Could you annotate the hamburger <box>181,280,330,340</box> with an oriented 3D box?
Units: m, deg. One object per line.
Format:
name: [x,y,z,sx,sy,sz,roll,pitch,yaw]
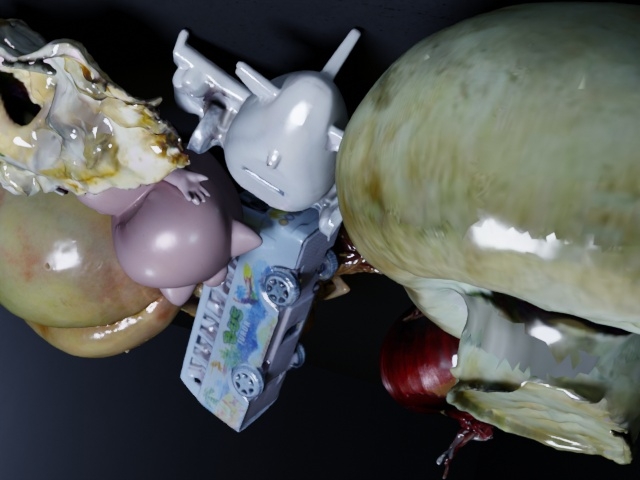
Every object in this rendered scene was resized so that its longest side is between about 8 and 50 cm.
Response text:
hamburger: [-0.103,0.058,1.473,0.244,0.163,0.244,18,175,2]

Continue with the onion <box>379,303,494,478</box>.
onion: [0.221,0.193,1.460,0.272,0.285,0.273,-8,168,-2]

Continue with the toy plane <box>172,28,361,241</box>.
toy plane: [-0.020,-0.090,0.824,0.244,0.118,0.245,30,169,7]

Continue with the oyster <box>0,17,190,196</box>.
oyster: [-0.256,-0.125,0.905,0.354,0.107,0.201,-7,146,44]

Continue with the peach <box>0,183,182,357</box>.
peach: [-0.300,0.013,1.297,0.292,0.248,0.292,15,147,10]

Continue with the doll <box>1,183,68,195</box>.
doll: [-0.379,-0.105,1.166,0.219,0.067,0.091,28,171,39]

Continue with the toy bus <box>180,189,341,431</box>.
toy bus: [-0.079,0.082,1.260,0.136,0.330,0.109,33,-144,20]

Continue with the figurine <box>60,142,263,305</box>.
figurine: [-0.196,-0.070,1.102,0.287,0.186,0.176,38,121,-15]

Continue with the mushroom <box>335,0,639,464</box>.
mushroom: [0.170,-0.005,0.632,0.352,0.261,0.352,18,167,4]

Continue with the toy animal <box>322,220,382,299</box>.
toy animal: [0.000,0.000,1.285,0.188,0.089,0.179,9,153,46]
